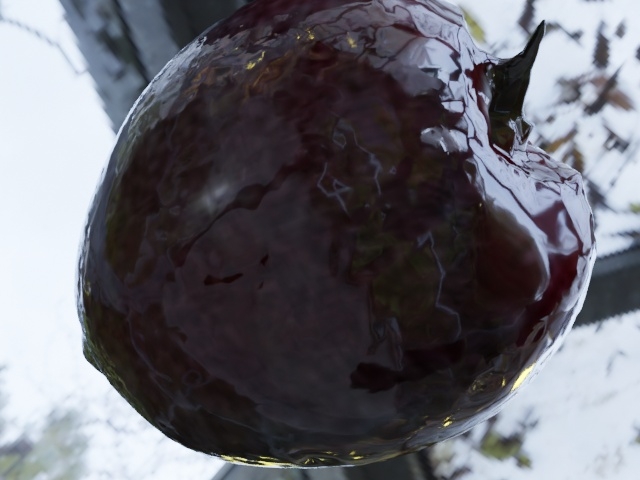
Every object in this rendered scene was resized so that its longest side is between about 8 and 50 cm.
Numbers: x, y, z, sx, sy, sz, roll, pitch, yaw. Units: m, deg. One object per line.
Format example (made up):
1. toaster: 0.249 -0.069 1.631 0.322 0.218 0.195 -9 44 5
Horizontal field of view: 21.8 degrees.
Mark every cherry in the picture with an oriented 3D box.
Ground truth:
1. cherry: 0.000 0.000 0.814 0.300 0.203 0.230 -30 -75 21
